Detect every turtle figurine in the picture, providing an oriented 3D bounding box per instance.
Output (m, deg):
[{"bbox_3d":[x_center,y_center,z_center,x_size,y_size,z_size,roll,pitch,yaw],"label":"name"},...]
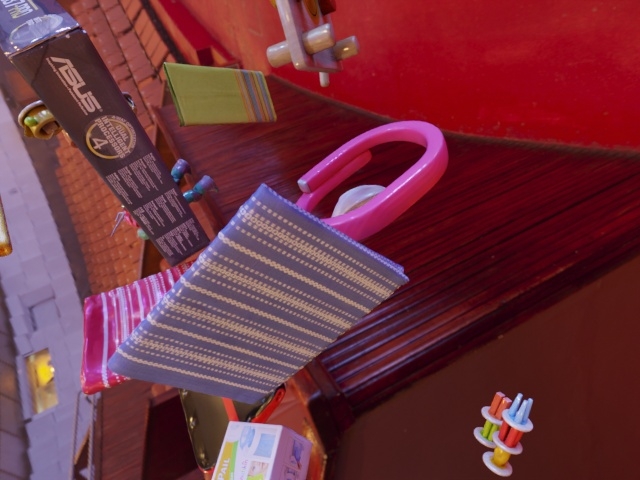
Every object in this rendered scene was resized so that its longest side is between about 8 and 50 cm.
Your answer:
[{"bbox_3d":[-0.352,-0.070,0.924,0.175,0.234,0.118,41,158,-16],"label":"turtle figurine"}]

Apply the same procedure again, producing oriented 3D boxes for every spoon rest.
[{"bbox_3d":[0.033,-0.036,0.865,0.137,0.276,0.084,7,-120,-64],"label":"spoon rest"}]

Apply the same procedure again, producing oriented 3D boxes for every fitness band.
[{"bbox_3d":[0.077,-0.104,0.673,0.209,0.290,0.054,30,155,52],"label":"fitness band"}]

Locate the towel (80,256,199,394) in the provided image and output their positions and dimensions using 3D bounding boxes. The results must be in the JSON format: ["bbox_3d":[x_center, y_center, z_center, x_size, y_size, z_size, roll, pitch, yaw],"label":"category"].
[{"bbox_3d":[-0.253,0.116,0.667,0.199,0.274,0.031,-121,13,-45],"label":"towel"}]

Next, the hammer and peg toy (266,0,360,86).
[{"bbox_3d":[-0.010,-0.461,0.804,0.361,0.127,0.266,-46,-57,-63],"label":"hammer and peg toy"}]

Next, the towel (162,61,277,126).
[{"bbox_3d":[-0.169,-0.257,0.722,0.021,0.237,0.102,-12,99,35],"label":"towel"}]

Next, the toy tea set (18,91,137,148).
[{"bbox_3d":[-0.522,-0.269,0.972,0.124,0.200,0.336,51,-176,-2],"label":"toy tea set"}]

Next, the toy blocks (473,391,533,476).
[{"bbox_3d":[0.346,0.336,0.757,0.123,0.054,0.148,-64,-11,-74],"label":"toy blocks"}]

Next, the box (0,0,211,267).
[{"bbox_3d":[-0.353,-0.179,0.661,0.318,0.097,0.395,46,162,36],"label":"box"}]

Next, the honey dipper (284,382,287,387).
[{"bbox_3d":[-0.120,0.358,1.115,0.030,0.030,0.161,47,156,50],"label":"honey dipper"}]

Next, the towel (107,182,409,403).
[{"bbox_3d":[-0.081,0.098,0.515,0.243,0.336,0.040,29,-152,-35],"label":"towel"}]

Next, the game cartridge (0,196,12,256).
[{"bbox_3d":[-0.814,-0.084,0.802,0.324,0.285,0.053,62,145,21],"label":"game cartridge"}]

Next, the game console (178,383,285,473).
[{"bbox_3d":[-0.254,0.352,1.060,0.060,0.342,0.387,24,-160,-44],"label":"game console"}]

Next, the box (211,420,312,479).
[{"bbox_3d":[-0.102,0.402,0.621,0.103,0.114,0.203,53,-142,-40],"label":"box"}]
